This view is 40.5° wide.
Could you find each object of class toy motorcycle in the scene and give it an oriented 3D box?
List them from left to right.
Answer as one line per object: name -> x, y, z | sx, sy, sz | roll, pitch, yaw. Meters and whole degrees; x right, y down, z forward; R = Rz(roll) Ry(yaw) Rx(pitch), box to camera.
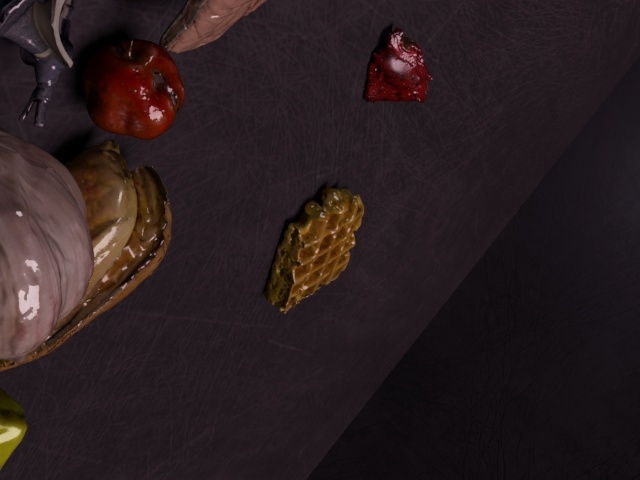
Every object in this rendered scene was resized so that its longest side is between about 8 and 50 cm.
toy motorcycle -> -0.166, -0.203, 0.613 | 0.263, 0.091, 0.157 | -48, 165, -15

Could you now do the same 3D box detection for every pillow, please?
pillow -> -0.050, -0.239, 0.762 | 0.126, 0.043, 0.232 | -38, -170, 40

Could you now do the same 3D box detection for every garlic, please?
garlic -> -0.253, -0.034, 0.558 | 0.218, 0.218, 0.212 | -30, 138, -45

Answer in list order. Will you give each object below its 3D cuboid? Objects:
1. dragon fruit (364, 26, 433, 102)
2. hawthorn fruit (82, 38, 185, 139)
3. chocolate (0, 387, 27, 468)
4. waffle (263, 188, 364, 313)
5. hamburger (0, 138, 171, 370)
dragon fruit -> 0.119, -0.238, 1.198 | 0.097, 0.063, 0.131 | -41, 158, -27
hawthorn fruit -> -0.162, -0.134, 0.753 | 0.093, 0.093, 0.093 | -43, 159, -21
chocolate -> -0.411, 0.180, 0.590 | 0.301, 0.137, 0.289 | -53, 141, 10
waffle -> 0.000, 0.000, 1.372 | 0.160, 0.055, 0.211 | -31, 151, -42
hamburger -> -0.240, 0.027, 0.797 | 0.262, 0.131, 0.124 | -41, 158, -13
